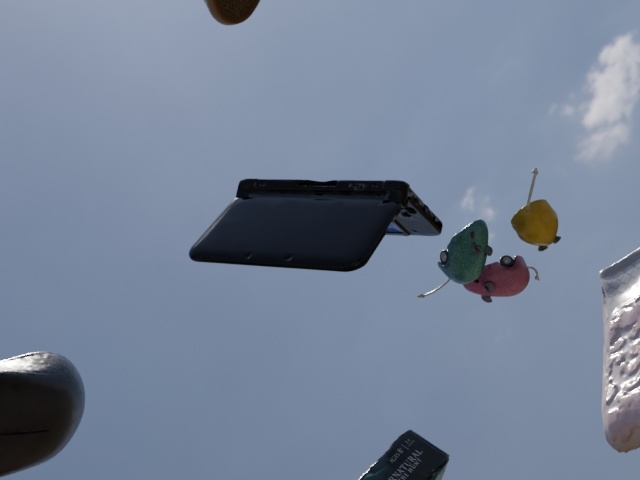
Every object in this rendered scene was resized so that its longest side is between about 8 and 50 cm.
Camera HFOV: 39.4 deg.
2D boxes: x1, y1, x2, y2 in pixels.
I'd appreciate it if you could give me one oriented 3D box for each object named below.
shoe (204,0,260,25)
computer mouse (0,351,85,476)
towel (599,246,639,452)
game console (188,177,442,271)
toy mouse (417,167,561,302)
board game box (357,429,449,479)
[{"bbox_3d":[-0.093,-0.323,0.886,0.076,0.058,0.219,-3,-81,-33],"label":"shoe"},{"bbox_3d":[-0.327,0.190,0.890,0.272,0.072,0.188,-7,-68,-59],"label":"computer mouse"},{"bbox_3d":[0.470,0.063,1.050,0.053,0.317,0.332,38,-53,-16],"label":"towel"},{"bbox_3d":[0.000,0.000,0.562,0.107,0.122,0.071,38,-119,-55],"label":"game console"},{"bbox_3d":[0.153,0.023,0.797,0.143,0.031,0.161,-32,-36,6],"label":"toy mouse"},{"bbox_3d":[0.000,0.190,0.421,0.126,0.026,0.186,-34,-36,-45],"label":"board game box"}]
